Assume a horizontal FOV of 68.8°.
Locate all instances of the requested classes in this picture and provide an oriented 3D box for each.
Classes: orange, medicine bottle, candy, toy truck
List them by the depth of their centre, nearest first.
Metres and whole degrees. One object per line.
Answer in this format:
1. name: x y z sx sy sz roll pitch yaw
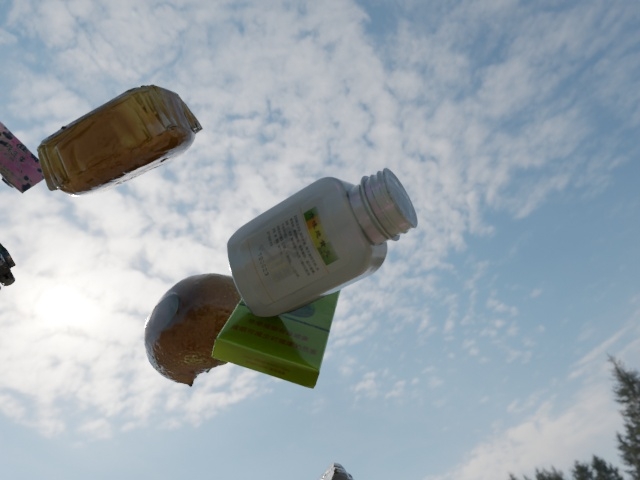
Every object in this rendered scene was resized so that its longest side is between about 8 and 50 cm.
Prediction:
1. toy truck: -0.342 0.036 0.454 0.083 0.044 0.039 -43 -27 -36
2. medicine bottle: 0.000 0.000 0.806 0.324 0.179 0.124 -29 -16 25
3. candy: -0.710 -0.189 1.062 0.092 0.073 0.160 -50 -55 -20
4. orange: -0.334 0.211 1.228 0.335 0.262 0.196 -26 -57 34

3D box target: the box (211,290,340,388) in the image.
1. box: -0.067 0.145 0.929 0.187 0.335 0.047 16 -66 3

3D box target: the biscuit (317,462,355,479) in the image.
1. biscuit: -0.028 0.319 0.433 0.049 0.208 0.181 31 -58 7

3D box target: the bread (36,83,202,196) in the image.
1. bread: -0.326 -0.155 0.766 0.241 0.136 0.107 -22 -85 13
